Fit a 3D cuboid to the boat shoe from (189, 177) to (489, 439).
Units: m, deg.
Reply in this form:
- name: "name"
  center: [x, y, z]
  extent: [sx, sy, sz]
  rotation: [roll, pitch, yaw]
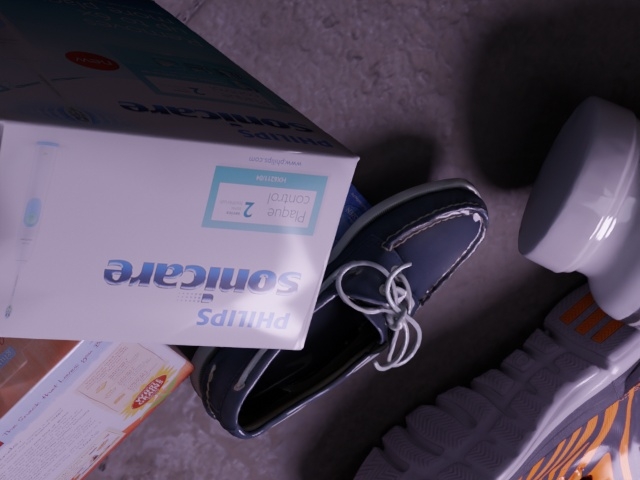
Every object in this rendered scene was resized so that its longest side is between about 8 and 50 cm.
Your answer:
- name: "boat shoe"
  center: [0.024, 0.049, 1.379]
  extent: [0.254, 0.079, 0.095]
  rotation: [-32, 126, -10]

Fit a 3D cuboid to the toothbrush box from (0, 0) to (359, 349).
- name: "toothbrush box"
  center: [-0.149, -0.055, 1.119]
  extent: [0.216, 0.295, 0.126]
  rotation: [5, 112, -31]

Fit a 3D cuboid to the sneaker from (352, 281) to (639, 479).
- name: "sneaker"
  center: [0.176, 0.186, 1.534]
  extent: [0.321, 0.124, 0.180]
  rotation: [-35, 125, -10]

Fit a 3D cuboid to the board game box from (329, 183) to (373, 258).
- name: "board game box"
  center: [0.000, 0.000, 1.404]
  extent: [0.090, 0.020, 0.090]
  rotation: [-45, 128, 0]

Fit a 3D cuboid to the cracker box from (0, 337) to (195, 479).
- name: "cracker box"
  center: [-0.179, 0.097, 1.248]
  extent: [0.156, 0.067, 0.232]
  rotation: [-44, 166, -3]

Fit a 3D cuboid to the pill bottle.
- name: "pill bottle"
  center: [0.300, 0.007, 1.436]
  extent: [0.278, 0.162, 0.162]
  rotation: [24, 102, -6]
